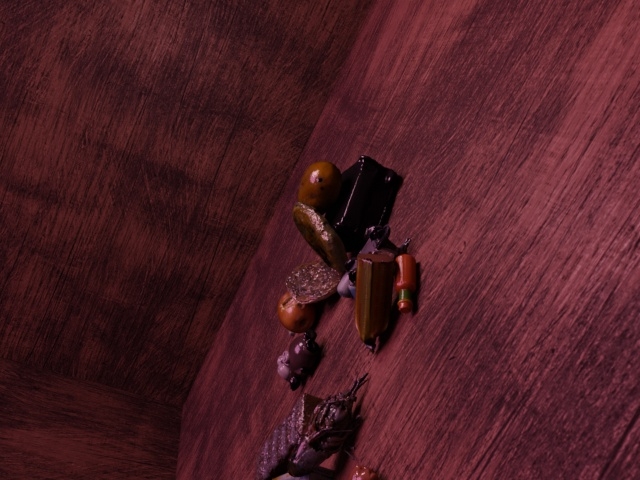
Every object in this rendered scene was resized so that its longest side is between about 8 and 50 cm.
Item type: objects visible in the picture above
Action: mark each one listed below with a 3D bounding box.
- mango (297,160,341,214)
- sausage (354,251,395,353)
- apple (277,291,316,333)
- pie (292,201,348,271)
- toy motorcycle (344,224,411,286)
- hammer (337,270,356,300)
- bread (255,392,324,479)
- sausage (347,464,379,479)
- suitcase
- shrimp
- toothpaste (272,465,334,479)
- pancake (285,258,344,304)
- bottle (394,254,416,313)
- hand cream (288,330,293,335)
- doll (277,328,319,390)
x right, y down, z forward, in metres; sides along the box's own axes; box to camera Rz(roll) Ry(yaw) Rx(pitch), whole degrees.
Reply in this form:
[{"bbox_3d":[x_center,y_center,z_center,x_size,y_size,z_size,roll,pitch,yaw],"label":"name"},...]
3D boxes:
[{"bbox_3d":[-0.014,-0.189,1.981,0.175,0.177,0.329,60,148,15],"label":"mango"},{"bbox_3d":[0.165,0.198,1.547,0.125,0.117,0.317,-43,-45,-83],"label":"sausage"},{"bbox_3d":[-0.099,0.306,2.154,0.199,0.199,0.199,-55,22,34],"label":"apple"},{"bbox_3d":[0.000,0.000,1.909,0.071,0.323,0.323,-34,11,-15],"label":"pie"},{"bbox_3d":[0.184,0.063,1.664,0.263,0.157,0.091,-61,22,26],"label":"toy motorcycle"},{"bbox_3d":[0.124,0.188,1.832,0.116,0.070,0.194,-60,24,17],"label":"hammer"},{"bbox_3d":[-0.115,0.734,1.785,0.416,0.113,0.165,-58,18,31],"label":"bread"},{"bbox_3d":[0.074,0.726,1.290,0.288,0.086,0.086,-70,18,-5],"label":"sausage"},{"bbox_3d":[0.135,-0.136,1.984,0.339,0.188,0.344,-18,52,70],"label":"suitcase"},{"bbox_3d":[0.048,0.568,1.500,0.372,0.172,0.137,-47,-2,-2],"label":"shrimp"},{"bbox_3d":[-0.068,0.792,1.617,0.313,0.089,0.071,-47,22,47],"label":"toothpaste"},{"bbox_3d":[-0.022,0.164,2.098,0.283,0.049,0.282,-20,32,13],"label":"pancake"},{"bbox_3d":[0.256,0.133,1.507,0.069,0.069,0.187,-48,25,46],"label":"bottle"},{"bbox_3d":[-0.142,0.431,2.373,0.102,0.022,0.035,-142,75,-77],"label":"hand cream"},{"bbox_3d":[-0.087,0.476,2.002,0.257,0.117,0.182,-53,28,31],"label":"doll"}]
